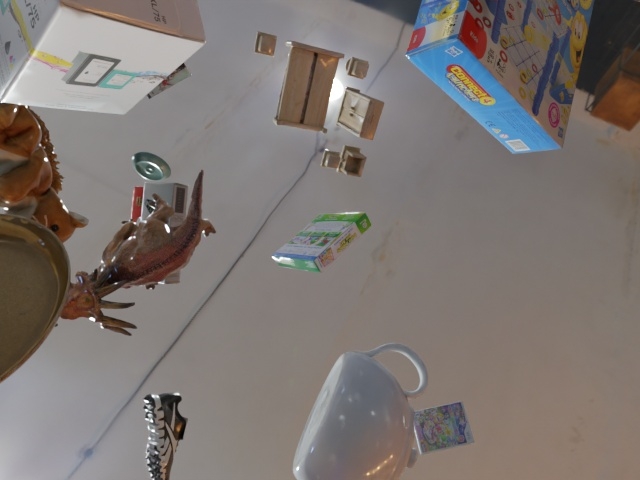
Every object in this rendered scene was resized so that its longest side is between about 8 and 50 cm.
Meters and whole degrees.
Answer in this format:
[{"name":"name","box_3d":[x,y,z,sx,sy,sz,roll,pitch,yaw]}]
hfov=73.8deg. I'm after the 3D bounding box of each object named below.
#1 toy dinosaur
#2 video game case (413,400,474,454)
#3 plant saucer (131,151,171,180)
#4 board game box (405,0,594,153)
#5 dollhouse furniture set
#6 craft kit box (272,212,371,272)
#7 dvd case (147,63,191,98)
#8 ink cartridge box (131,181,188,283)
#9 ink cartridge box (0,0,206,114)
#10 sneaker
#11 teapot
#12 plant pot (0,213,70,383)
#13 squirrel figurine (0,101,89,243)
[{"name":"toy dinosaur","box_3d":[-0.263,0.031,0.638,0.295,0.127,0.200,-36,-159,10]},{"name":"video game case","box_3d":[0.268,0.414,0.942,0.121,0.011,0.087,-10,-112,-5]},{"name":"plant saucer","box_3d":[-0.518,-0.218,1.296,0.119,0.119,0.021,11,-125,-1]},{"name":"board game box","box_3d":[0.292,-0.337,0.646,0.308,0.086,0.302,22,-100,-36]},{"name":"dollhouse furniture set","box_3d":[-0.036,-0.355,1.143,0.355,0.303,0.174,5,-155,-24]},{"name":"craft kit box","box_3d":[0.000,0.000,1.381,0.246,0.249,0.061,-44,-64,-26]},{"name":"dvd case","box_3d":[-0.375,-0.394,0.997,0.119,0.087,0.013,-29,-121,-2]},{"name":"ink cartridge box","box_3d":[-0.489,-0.027,1.214,0.238,0.060,0.275,4,-91,29]},{"name":"ink cartridge box","box_3d":[-0.338,-0.336,0.619,0.197,0.270,0.198,-12,-93,-49]},{"name":"sneaker","box_3d":[-0.386,0.500,1.090,0.106,0.078,0.235,-3,-93,-45]},{"name":"teapot","box_3d":[0.081,0.327,0.734,0.187,0.252,0.256,25,-79,2]},{"name":"plant pot","box_3d":[-0.364,0.069,0.412,0.236,0.032,0.236,2,-131,-2]},{"name":"squirrel figurine","box_3d":[-0.807,-0.170,1.172,0.280,0.371,0.397,-26,-151,-2]}]
